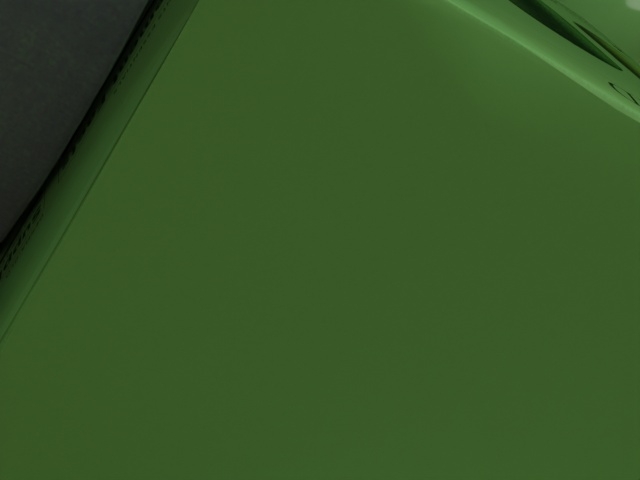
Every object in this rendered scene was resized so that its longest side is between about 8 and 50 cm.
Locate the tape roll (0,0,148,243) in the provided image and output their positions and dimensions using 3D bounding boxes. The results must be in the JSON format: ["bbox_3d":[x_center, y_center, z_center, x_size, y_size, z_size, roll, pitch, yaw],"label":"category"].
[{"bbox_3d":[-0.113,-0.118,0.448,0.090,0.275,0.275,25,18,-22],"label":"tape roll"}]

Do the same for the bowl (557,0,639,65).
[{"bbox_3d":[0.228,-0.084,1.051,0.298,0.298,0.134,21,44,-34],"label":"bowl"}]

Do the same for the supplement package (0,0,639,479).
[{"bbox_3d":[0.001,-0.008,0.474,0.199,0.198,0.262,27,17,-18],"label":"supplement package"}]
